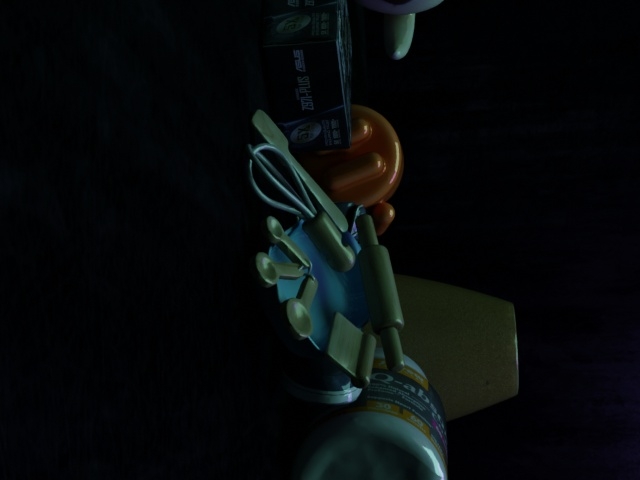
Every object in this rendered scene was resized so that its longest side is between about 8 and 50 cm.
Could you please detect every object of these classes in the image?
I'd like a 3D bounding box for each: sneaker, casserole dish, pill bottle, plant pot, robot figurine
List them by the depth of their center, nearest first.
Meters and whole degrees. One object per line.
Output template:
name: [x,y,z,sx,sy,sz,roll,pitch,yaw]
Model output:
casserole dish: [-0.007,0.041,1.201,0.114,0.037,0.188,59,26,-5]
sneaker: [0.003,0.051,1.315,0.226,0.086,0.163,-95,-174,-67]
pill bottle: [0.056,0.219,1.446,0.278,0.162,0.162,-72,159,-75]
robot figurine: [0.038,-0.094,1.608,0.128,0.158,0.219,-60,175,2]
plant pot: [0.121,0.144,1.701,0.237,0.254,0.237,-2,90,-86]

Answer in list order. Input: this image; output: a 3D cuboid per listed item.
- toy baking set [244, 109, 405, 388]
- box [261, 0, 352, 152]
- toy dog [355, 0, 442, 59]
toy baking set: [0.004,0.004,1.181,0.196,0.030,0.256,32,39,-44]
box: [-0.011,-0.205,1.395,0.147,0.077,0.180,82,7,-47]
toy dog: [0.094,-0.471,1.936,0.408,0.284,0.395,-50,155,-80]
